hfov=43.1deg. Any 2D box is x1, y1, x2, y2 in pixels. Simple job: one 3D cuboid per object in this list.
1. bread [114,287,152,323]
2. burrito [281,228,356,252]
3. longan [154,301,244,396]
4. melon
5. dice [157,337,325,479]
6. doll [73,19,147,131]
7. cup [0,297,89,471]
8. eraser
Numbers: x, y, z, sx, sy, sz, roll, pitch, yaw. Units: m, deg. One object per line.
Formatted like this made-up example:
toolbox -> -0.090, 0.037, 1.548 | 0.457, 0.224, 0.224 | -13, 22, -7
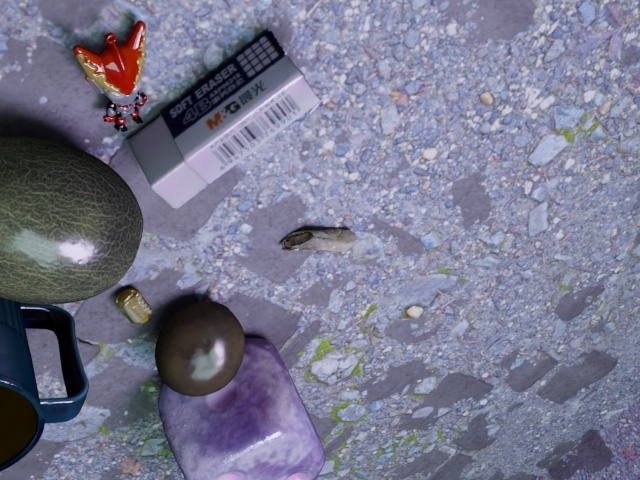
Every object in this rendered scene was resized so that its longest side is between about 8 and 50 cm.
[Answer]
bread -> -0.344, 0.120, 1.496 | 0.049, 0.034, 0.088 | -40, 142, -11
burrito -> 0.000, 0.000, 1.563 | 0.149, 0.041, 0.055 | 1, 142, -29
longan -> -0.228, 0.205, 1.542 | 0.167, 0.167, 0.187 | 13, 124, -36
melon -> -0.412, -0.029, 1.170 | 0.302, 0.237, 0.237 | 15, 121, -34
dice -> -0.160, 0.387, 1.670 | 0.270, 0.270, 0.271 | -25, 137, -6
doll -> -0.294, -0.234, 1.182 | 0.109, 0.057, 0.169 | -29, 154, -23
cup -> -0.541, 0.175, 1.252 | 0.308, 0.292, 0.242 | -19, 136, -13
eraser -> -0.152, -0.184, 1.250 | 0.287, 0.130, 0.086 | -37, 140, 5
